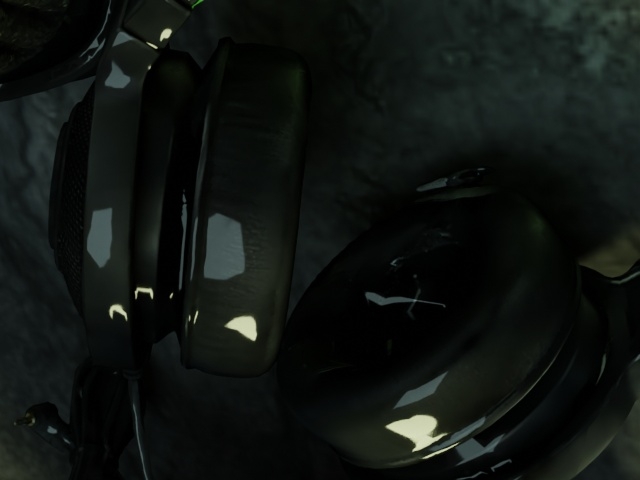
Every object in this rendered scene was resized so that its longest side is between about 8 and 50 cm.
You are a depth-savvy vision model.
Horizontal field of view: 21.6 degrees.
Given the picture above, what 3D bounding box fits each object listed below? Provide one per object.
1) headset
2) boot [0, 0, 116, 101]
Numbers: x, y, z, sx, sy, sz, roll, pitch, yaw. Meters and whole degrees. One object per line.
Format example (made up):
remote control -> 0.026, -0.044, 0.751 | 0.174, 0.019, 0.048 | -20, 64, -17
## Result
headset -> 0.000, 0.000, 0.659 | 0.243, 0.185, 0.394 | 30, 122, -18
boot -> -0.254, -0.077, 0.628 | 0.348, 0.260, 0.131 | -15, 97, 22
